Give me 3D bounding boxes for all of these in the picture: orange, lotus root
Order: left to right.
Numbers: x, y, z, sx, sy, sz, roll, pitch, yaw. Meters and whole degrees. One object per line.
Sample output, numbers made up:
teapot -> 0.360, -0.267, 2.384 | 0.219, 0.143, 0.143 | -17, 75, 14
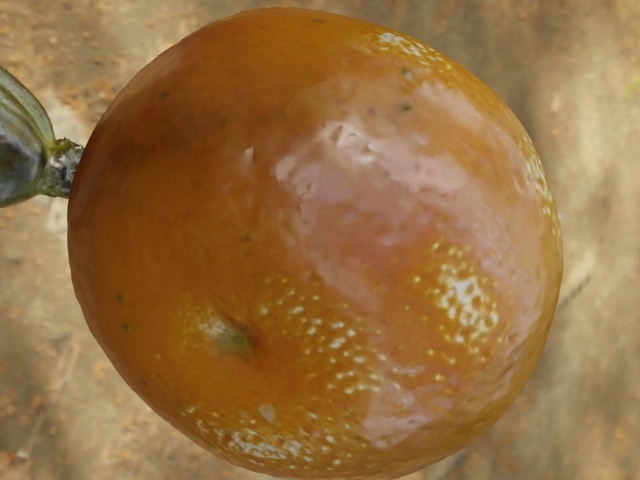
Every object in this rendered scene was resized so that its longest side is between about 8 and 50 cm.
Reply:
lotus root -> -0.387, -0.128, 1.759 | 0.309, 0.173, 0.173 | 36, 67, -13
orange -> 0.000, 0.000, 1.409 | 0.326, 0.424, 0.424 | -52, 141, -52
